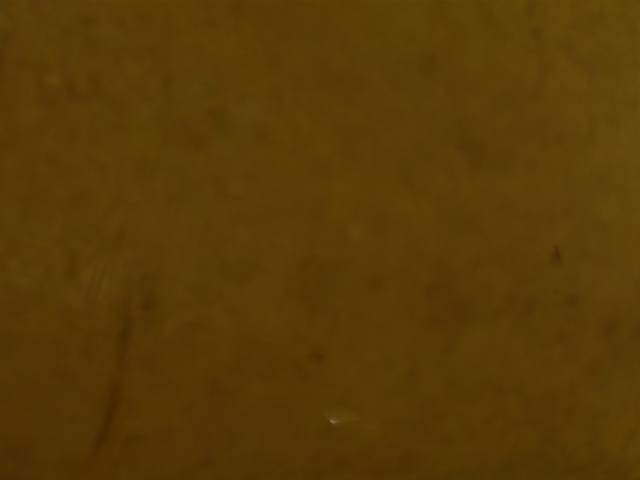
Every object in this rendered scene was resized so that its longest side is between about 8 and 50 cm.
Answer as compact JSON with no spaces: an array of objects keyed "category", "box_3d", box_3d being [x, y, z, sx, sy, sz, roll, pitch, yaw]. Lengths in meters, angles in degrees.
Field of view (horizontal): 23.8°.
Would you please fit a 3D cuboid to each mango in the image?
[{"category":"mango","box_3d":[-0.044,-0.027,0.448,0.445,0.301,0.220,23,-4,-12]}]
